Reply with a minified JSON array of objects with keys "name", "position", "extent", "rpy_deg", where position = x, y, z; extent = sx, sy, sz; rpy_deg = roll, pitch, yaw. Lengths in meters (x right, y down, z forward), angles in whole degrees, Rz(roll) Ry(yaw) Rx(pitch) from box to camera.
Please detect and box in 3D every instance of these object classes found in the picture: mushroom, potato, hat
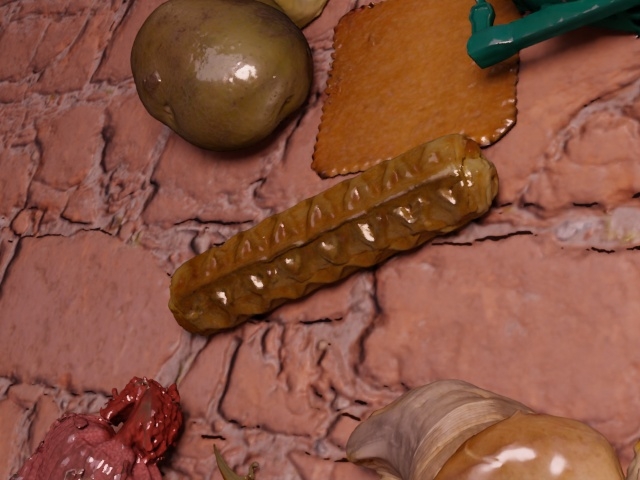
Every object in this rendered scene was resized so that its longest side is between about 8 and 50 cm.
[{"name":"mushroom","position":[0.092,0.145,0.607],"extent":[0.123,0.351,0.094],"rpy_deg":[-16,85,-8]},{"name":"potato","position":[-0.125,-0.201,1.059],"extent":[0.251,0.159,0.174],"rpy_deg":[30,58,30]},{"name":"hat","position":[-0.229,0.256,0.883],"extent":[0.237,0.107,0.286],"rpy_deg":[32,90,34]}]

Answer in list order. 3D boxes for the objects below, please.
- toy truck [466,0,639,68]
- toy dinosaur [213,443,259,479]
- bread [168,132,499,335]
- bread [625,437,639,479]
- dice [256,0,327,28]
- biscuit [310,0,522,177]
[{"name":"toy truck","position":[0.294,-0.264,0.782],"extent":[0.364,0.177,0.177],"rpy_deg":[-7,69,35]},{"name":"toy dinosaur","position":[-0.069,0.220,0.838],"extent":[0.041,0.026,0.113],"rpy_deg":[-53,52,22]},{"name":"bread","position":[0.000,0.001,0.890],"extent":[0.368,0.084,0.077],"rpy_deg":[-25,11,25]},{"name":"bread","position":[0.353,0.117,0.399],"extent":[0.394,0.250,0.361],"rpy_deg":[31,88,28]},{"name":"dice","position":[-0.083,-0.357,1.111],"extent":[0.166,0.169,0.169],"rpy_deg":[9,70,39]},{"name":"biscuit","position":[0.101,-0.179,0.972],"extent":[0.237,0.013,0.232],"rpy_deg":[-8,59,32]}]
